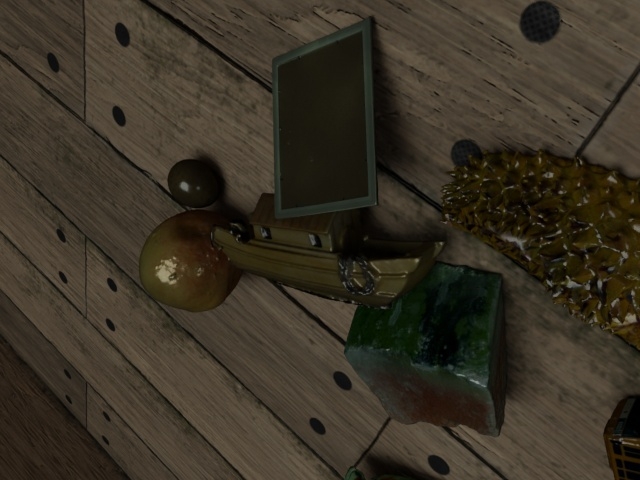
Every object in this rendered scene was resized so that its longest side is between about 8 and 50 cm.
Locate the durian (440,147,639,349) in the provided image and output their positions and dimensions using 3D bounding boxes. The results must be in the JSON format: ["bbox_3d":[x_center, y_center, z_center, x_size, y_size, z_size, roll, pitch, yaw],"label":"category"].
[{"bbox_3d":[0.297,-0.008,0.725,0.341,0.112,0.191,39,137,21],"label":"durian"}]

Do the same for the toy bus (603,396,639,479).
[{"bbox_3d":[0.459,0.314,0.788,0.114,0.098,0.200,-3,114,43],"label":"toy bus"}]

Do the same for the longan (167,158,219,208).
[{"bbox_3d":[-0.258,-0.112,1.179,0.114,0.092,0.113,19,144,14],"label":"longan"}]

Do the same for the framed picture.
[{"bbox_3d":[0.003,-0.174,0.881,0.217,0.017,0.274,-3,87,43],"label":"framed picture"}]

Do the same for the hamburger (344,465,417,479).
[{"bbox_3d":[0.173,0.600,1.208,0.261,0.150,0.275,-13,92,27],"label":"hamburger"}]

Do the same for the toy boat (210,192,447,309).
[{"bbox_3d":[0.000,0.000,0.967,0.446,0.136,0.162,12,117,41],"label":"toy boat"}]

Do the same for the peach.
[{"bbox_3d":[-0.244,0.037,1.175,0.233,0.233,0.232,22,128,31],"label":"peach"}]

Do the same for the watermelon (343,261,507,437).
[{"bbox_3d":[0.181,0.197,0.926,0.264,0.151,0.301,-3,112,42],"label":"watermelon"}]
